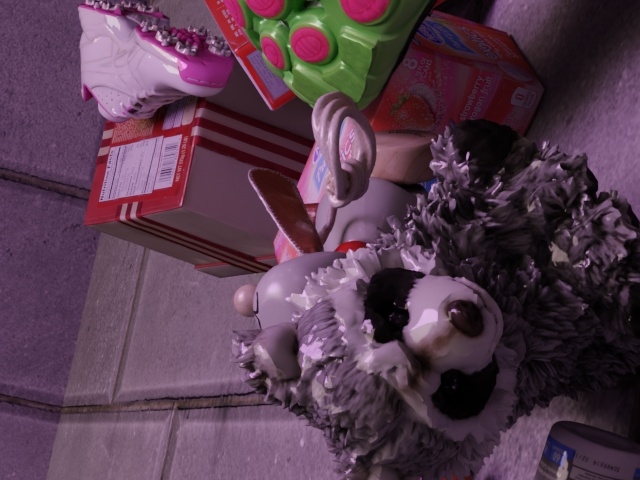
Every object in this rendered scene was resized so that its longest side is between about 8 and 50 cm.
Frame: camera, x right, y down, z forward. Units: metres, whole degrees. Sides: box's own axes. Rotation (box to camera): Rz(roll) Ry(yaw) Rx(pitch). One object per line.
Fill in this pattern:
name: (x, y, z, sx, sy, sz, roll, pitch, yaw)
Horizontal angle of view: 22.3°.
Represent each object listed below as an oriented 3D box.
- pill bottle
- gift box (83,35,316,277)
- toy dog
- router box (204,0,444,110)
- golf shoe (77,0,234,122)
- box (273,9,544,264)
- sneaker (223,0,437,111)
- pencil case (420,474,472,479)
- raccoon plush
pill bottle: (0.187, 0.208, 1.189, 0.078, 0.078, 0.137, -146, 72, -71)
gift box: (-0.101, -0.083, 1.992, 0.276, 0.258, 0.255, 0, 73, 51)
toy dog: (0.000, 0.000, 1.400, 0.334, 0.161, 0.220, 11, -100, -65)
router box: (0.022, -0.305, 1.789, 0.301, 0.082, 0.335, -33, 26, 2)
golf shoe: (-0.193, -0.191, 1.875, 0.306, 0.115, 0.140, 32, 113, 55)
box: (0.078, -0.069, 1.600, 0.142, 0.154, 0.300, -108, 36, -58)
sneaker: (0.064, -0.255, 1.391, 0.202, 0.185, 0.483, -39, 1, -28)
pencil case: (0.104, 0.283, 1.311, 0.284, 0.124, 0.124, -116, 44, -61)
raccoon plush: (0.082, 0.120, 1.217, 0.299, 0.216, 0.446, -39, -24, -23)
